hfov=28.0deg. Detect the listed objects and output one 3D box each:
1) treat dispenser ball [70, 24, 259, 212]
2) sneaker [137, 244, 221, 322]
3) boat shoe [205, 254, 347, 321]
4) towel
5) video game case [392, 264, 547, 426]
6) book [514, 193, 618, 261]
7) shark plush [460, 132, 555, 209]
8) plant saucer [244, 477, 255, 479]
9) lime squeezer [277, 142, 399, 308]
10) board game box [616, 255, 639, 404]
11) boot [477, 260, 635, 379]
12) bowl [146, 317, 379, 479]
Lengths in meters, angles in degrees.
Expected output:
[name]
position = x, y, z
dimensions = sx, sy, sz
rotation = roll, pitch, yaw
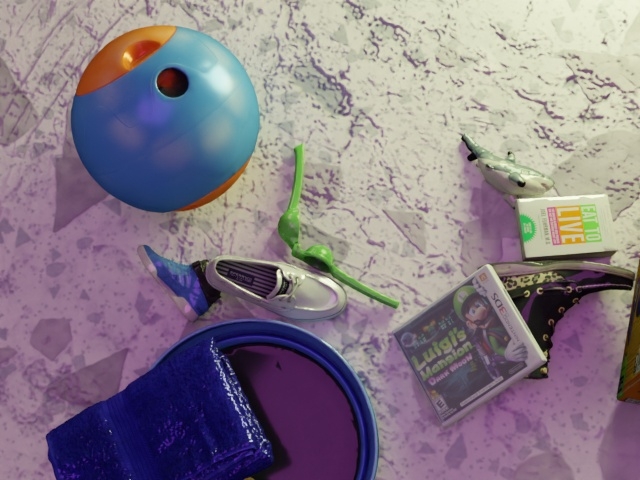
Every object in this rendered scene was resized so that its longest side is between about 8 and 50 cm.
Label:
[treat dispenser ball]
position = -0.237, -0.186, 1.969
dimensions = 0.288, 0.288, 0.288
rotation = -1, 78, 7
[sneaker]
position = -0.219, 0.048, 2.036
dimensions = 0.084, 0.058, 0.152
rotation = -40, 73, -5
[boat shoe]
position = -0.067, 0.076, 1.977
dimensions = 0.226, 0.076, 0.083
rotation = 10, 83, -7
[towel]
position = -0.244, 0.305, 1.883
dimensions = 0.308, 0.076, 0.227
rotation = -31, 68, 3
[video game case]
position = 0.220, 0.159, 1.929
dimensions = 0.190, 0.022, 0.173
rotation = -37, 65, 21
[book]
position = 0.377, -0.020, 1.974
dimensions = 0.144, 0.035, 0.096
rotation = -4, 74, -6
[shark plush]
position = 0.288, -0.113, 2.025
dimensions = 0.161, 0.073, 0.067
rotation = 33, 63, 33
[plant saucer]
position = -0.147, 0.423, 1.885
dimensions = 0.168, 0.029, 0.168
rotation = -1, 79, 7
[lime squeezer]
position = 0.000, 0.000, 2.030
dimensions = 0.110, 0.059, 0.310
rotation = -23, 73, -31
[board game box]
position = 0.631, 0.068, 1.771
dimensions = 0.356, 0.356, 0.356
rotation = 10, 80, 9
[boot]
position = 0.354, 0.122, 1.936
dimensions = 0.236, 0.085, 0.178
rotation = 0, 80, 14
[bowl]
position = -0.103, 0.316, 1.956
dimensions = 0.391, 0.077, 0.391
rotation = -2, 78, 7
